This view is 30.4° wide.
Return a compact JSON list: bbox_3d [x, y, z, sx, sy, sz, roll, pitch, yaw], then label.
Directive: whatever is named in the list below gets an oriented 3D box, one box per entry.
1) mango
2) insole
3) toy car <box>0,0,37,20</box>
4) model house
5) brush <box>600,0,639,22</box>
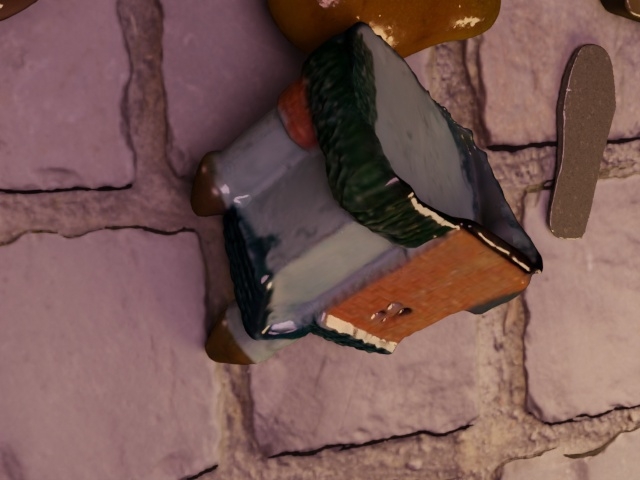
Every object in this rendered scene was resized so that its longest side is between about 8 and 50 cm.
[{"bbox_3d":[0.057,-0.217,1.008,0.227,0.099,0.136,-7,96,-29],"label":"mango"},{"bbox_3d":[0.255,-0.095,1.149,0.063,0.010,0.192,6,96,-22],"label":"insole"},{"bbox_3d":[-0.248,-0.284,0.747,0.271,0.240,0.340,-58,143,-24],"label":"toy car"},{"bbox_3d":[0.000,0.000,0.994,0.291,0.184,0.253,-36,144,19],"label":"model house"},{"bbox_3d":[0.348,-0.301,1.131,0.123,0.059,0.197,11,94,-26],"label":"brush"}]
